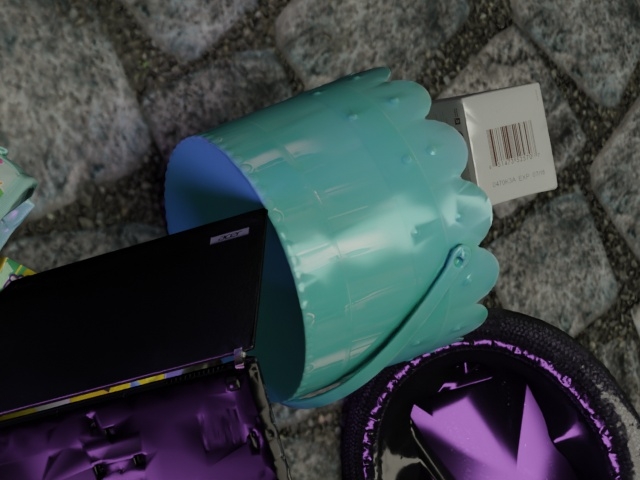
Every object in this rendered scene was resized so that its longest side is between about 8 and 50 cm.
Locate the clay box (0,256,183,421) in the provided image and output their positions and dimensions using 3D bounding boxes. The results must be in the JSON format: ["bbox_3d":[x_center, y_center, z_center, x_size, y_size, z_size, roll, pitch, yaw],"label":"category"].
[{"bbox_3d":[-0.231,0.105,1.192,0.222,0.053,0.127,32,72,-31],"label":"clay box"}]

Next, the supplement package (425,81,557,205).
[{"bbox_3d":[0.121,-0.084,1.374,0.105,0.179,0.105,-16,97,-35],"label":"supplement package"}]

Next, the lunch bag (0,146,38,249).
[{"bbox_3d":[-0.357,-0.005,1.002,0.223,0.160,0.262,35,69,-1],"label":"lunch bag"}]

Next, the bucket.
[{"bbox_3d":[0.000,0.000,1.235,0.183,0.281,0.281,-21,101,-26],"label":"bucket"}]

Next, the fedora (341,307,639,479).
[{"bbox_3d":[0.185,0.223,1.405,0.152,0.334,0.334,-15,99,-70],"label":"fedora"}]

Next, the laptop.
[{"bbox_3d":[-0.128,0.136,1.059,0.136,0.234,0.264,-19,93,-75],"label":"laptop"}]
